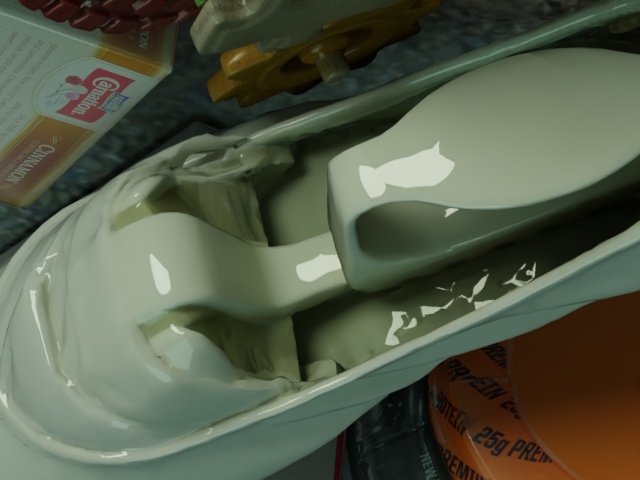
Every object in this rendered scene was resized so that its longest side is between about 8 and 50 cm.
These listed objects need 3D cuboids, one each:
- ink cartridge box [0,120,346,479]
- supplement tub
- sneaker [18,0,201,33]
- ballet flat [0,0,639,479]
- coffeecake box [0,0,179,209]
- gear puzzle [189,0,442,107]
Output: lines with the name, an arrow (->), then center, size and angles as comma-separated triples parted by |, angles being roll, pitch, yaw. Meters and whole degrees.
ink cartridge box -> -0.089, 0.072, 0.889 | 0.100, 0.172, 0.237 | 20, 152, -28
supplement tub -> 0.092, 0.122, 0.917 | 0.207, 0.207, 0.338 | 10, 156, -9
sneaker -> -0.094, -0.130, 0.576 | 0.225, 0.092, 0.088 | 8, 139, -41
ballet flat -> 0.000, 0.000, 0.671 | 0.400, 0.139, 0.139 | -22, 148, 14
coffeecake box -> -0.162, -0.089, 0.680 | 0.185, 0.068, 0.142 | 18, 152, -25
gear puzzle -> 0.046, -0.121, 0.555 | 0.175, 0.044, 0.339 | -19, 168, -24
